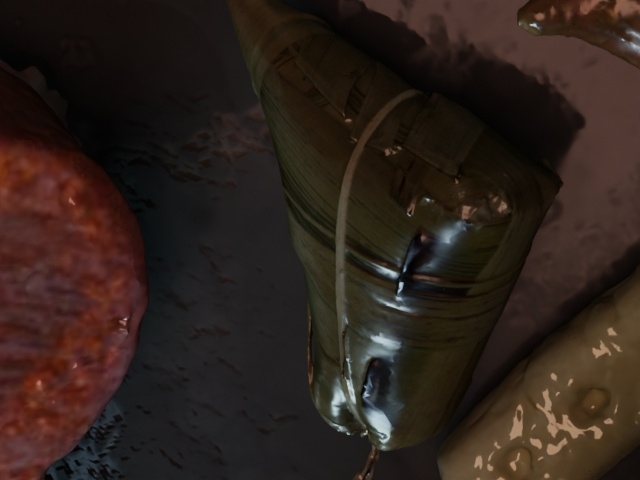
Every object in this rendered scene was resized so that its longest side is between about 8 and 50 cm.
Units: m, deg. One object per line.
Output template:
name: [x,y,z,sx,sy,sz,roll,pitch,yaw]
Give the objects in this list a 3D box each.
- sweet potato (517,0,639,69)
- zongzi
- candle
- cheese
sweet potato: [0.254,-0.048,0.664,0.354,0.095,0.106,26,68,3]
zongzi: [0.000,0.000,0.770,0.178,0.081,0.189,37,130,23]
candle: [-0.224,0.070,0.734,0.287,0.131,0.317,13,108,-31]
cheese: [0.129,0.058,0.760,0.065,0.043,0.194,45,115,2]
